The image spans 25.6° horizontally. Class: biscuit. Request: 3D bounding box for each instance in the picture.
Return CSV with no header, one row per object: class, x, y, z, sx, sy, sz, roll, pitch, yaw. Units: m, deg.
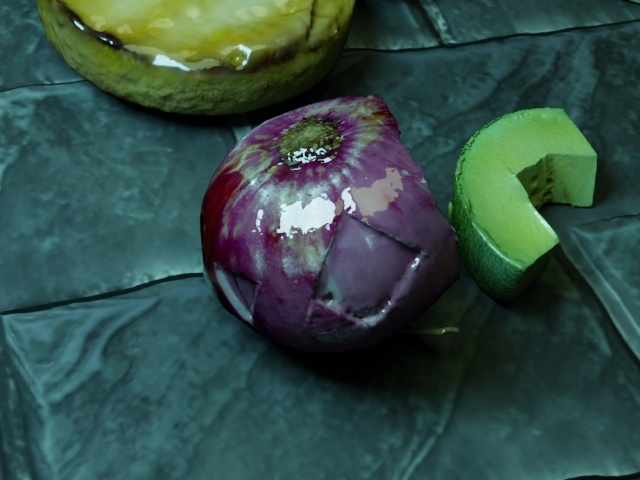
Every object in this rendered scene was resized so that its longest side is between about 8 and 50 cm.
biscuit,-0.115,-0.226,1.284,0.296,0.102,0.296,6,50,-7

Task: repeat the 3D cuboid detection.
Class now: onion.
onion,-0.003,-0.009,1.059,0.200,0.200,0.207,-10,63,-19

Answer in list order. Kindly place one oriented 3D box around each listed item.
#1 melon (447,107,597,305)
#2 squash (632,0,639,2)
melon,0.170,-0.038,1.192,0.118,0.064,0.209,32,47,19
squash,0.336,-0.329,1.517,0.219,0.041,0.219,4,49,-5
